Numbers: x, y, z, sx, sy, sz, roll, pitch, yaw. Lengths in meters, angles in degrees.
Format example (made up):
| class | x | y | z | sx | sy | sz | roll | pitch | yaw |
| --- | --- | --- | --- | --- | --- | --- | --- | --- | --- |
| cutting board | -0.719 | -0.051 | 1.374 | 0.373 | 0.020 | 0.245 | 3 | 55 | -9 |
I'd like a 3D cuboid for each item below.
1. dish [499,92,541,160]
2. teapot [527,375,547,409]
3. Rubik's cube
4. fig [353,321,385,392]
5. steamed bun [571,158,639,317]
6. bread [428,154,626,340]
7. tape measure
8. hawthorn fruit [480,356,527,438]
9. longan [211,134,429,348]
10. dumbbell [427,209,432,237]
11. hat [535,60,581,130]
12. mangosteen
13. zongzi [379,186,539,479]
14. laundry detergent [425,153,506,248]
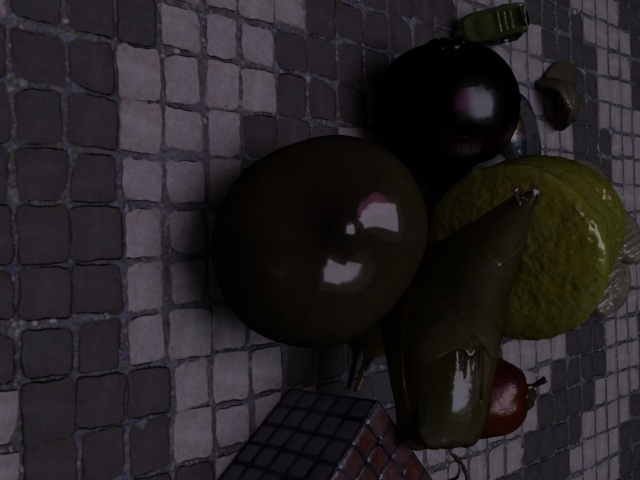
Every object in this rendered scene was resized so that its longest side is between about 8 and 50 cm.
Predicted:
| class | x | y | z | sx | sy | sz | roll | pitch | yaw |
| --- | --- | --- | --- | --- | --- | --- | --- | --- | --- |
| dish | 0.454 | -0.247 | 1.931 | 0.228 | 0.086 | 0.236 | -31 | 107 | -52 |
| teapot | 0.511 | 0.367 | 1.983 | 0.080 | 0.110 | 0.085 | 29 | 24 | -27 |
| Rubik's cube | 0.013 | 0.423 | 1.366 | 0.238 | 0.237 | 0.237 | -50 | 120 | -35 |
| fig | 0.122 | 0.182 | 1.571 | 0.159 | 0.159 | 0.257 | 27 | 86 | -42 |
| steamed bun | 0.603 | 0.021 | 1.974 | 0.342 | 0.255 | 0.368 | -37 | 91 | -25 |
| bread | 0.419 | -0.003 | 1.551 | 0.307 | 0.348 | 0.348 | -25 | 106 | -48 |
| tape measure | 0.404 | -0.498 | 1.849 | 0.154 | 0.177 | 0.088 | -28 | 110 | -57 |
| hawthorn fruit | 0.356 | 0.353 | 1.768 | 0.202 | 0.185 | 0.185 | -16 | 101 | -28 |
| longan | 0.000 | 0.000 | 1.288 | 0.361 | 0.361 | 0.361 | 2 | 88 | -46 |
| dumbbell | 0.115 | -0.062 | 1.562 | 0.225 | 0.124 | 0.140 | 42 | 60 | -37 |
| hat | 0.685 | -0.409 | 2.167 | 0.173 | 0.144 | 0.166 | -42 | 123 | -12 |
| mangosteen | 0.249 | -0.247 | 1.594 | 0.297 | 0.297 | 0.314 | 6 | 95 | -46 |
| zongzi | 0.242 | 0.185 | 1.273 | 0.181 | 0.418 | 0.447 | 7 | 61 | -28 |
| laundry detergent | 0.323 | -0.049 | 1.778 | 0.264 | 0.124 | 0.398 | 50 | 55 | -34 |
